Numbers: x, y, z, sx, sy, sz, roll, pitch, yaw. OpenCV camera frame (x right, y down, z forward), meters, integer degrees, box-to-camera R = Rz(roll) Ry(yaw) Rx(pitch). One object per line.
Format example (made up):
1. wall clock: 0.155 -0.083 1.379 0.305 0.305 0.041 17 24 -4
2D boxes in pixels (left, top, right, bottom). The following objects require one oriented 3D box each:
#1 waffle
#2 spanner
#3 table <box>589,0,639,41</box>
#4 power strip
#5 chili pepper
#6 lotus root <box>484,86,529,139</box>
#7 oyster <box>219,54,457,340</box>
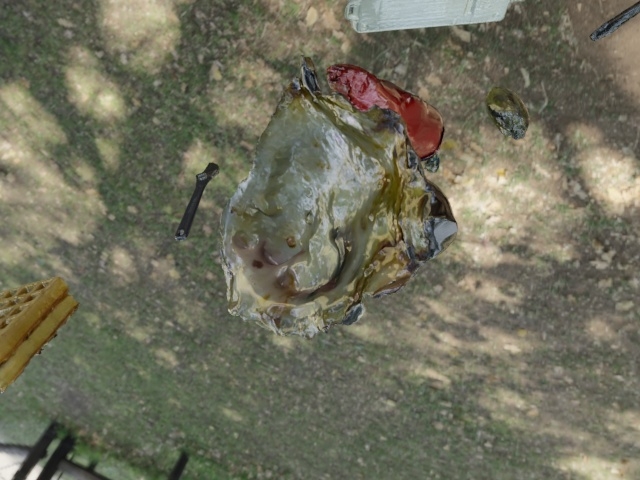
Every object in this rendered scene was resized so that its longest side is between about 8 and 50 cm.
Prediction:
1. waffle: -0.312 0.095 0.640 0.103 0.148 0.042 -12 115 19
2. spanner: -0.243 -0.081 1.318 0.046 0.208 0.012 -2 139 19
3. table: 0.621 -0.322 1.004 0.317 0.249 0.317 48 176 5
4. power strip: 0.202 -0.423 1.155 0.339 0.058 0.098 -7 143 -10
5. chili pepper: 0.111 -0.184 1.012 0.110 0.110 0.388 -3 173 28
6. lotus root: 0.272 -0.182 0.961 0.049 0.099 0.054 -25 142 10
7. oyster: -0.004 0.009 0.649 0.096 0.221 0.361 -2 145 -30
